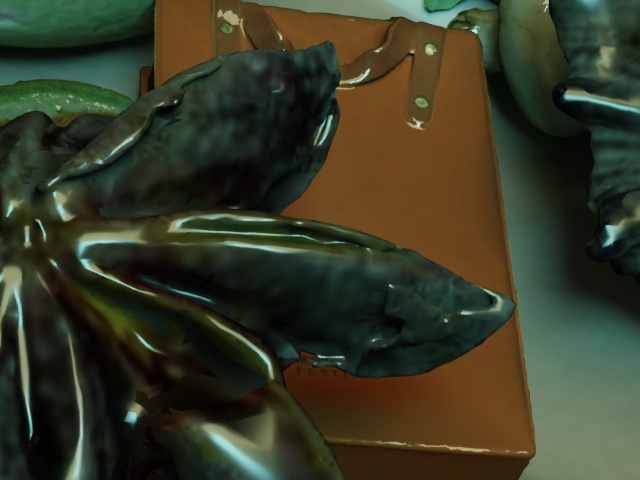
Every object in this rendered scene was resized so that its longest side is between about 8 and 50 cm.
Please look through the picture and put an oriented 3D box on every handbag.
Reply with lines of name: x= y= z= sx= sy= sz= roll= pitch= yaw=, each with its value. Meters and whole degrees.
handbag: x=0.000 y=0.000 z=0.695 sx=0.127 sy=0.063 sz=0.190 roll=6 pitch=52 yaw=-12

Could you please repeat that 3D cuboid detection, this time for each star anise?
star anise: x=-0.085 y=0.019 z=0.571 sx=0.282 sy=0.129 sz=0.212 roll=-6 pitch=55 yaw=-8

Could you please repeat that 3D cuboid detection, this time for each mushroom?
mushroom: x=0.083 y=-0.082 z=0.789 sx=0.079 sy=0.085 sz=0.085 roll=-3 pitch=45 yaw=18

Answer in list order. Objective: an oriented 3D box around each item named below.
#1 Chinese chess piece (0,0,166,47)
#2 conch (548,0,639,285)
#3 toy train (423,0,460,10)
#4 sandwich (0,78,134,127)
Chinese chess piece: x=-0.124 y=-0.184 z=0.771 sx=0.250 sy=0.101 sz=0.250 roll=12 pitch=43 yaw=-12
conch: x=0.197 y=-0.082 z=0.736 sx=0.313 sy=0.186 sz=0.241 roll=-27 pitch=68 yaw=-40
toy train: x=0.100 y=-0.158 z=0.853 sx=0.149 sy=0.081 sz=0.099 roll=-16 pitch=57 yaw=-35
sandwich: x=-0.121 y=-0.015 z=0.689 sx=0.067 sy=0.029 sz=0.135 roll=28 pitch=49 yaw=7
